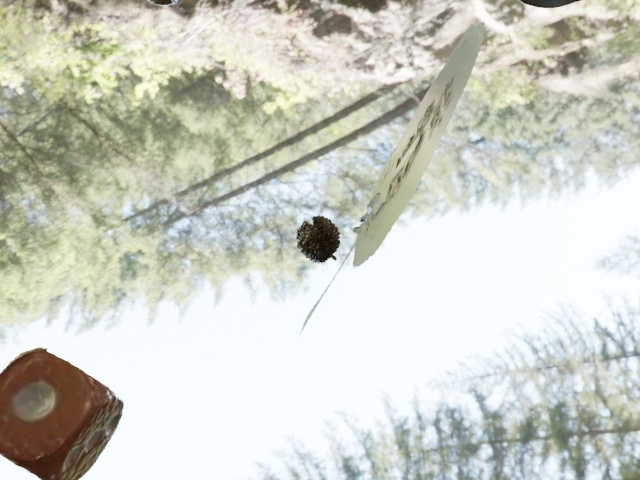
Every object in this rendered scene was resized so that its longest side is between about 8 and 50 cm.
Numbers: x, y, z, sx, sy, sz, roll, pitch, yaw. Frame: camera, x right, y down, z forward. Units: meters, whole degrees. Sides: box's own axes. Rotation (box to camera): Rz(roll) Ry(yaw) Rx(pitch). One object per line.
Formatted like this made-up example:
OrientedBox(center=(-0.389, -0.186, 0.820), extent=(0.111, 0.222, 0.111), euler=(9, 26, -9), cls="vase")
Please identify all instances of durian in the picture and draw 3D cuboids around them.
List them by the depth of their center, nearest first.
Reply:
OrientedBox(center=(0.000, 0.000, 1.157), extent=(0.091, 0.080, 0.080), euler=(45, -138, -14), cls="durian")

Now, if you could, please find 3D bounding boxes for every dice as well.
OrientedBox(center=(-0.452, 0.299, 1.126), extent=(0.173, 0.175, 0.179), euler=(-59, -12, -27), cls="dice")

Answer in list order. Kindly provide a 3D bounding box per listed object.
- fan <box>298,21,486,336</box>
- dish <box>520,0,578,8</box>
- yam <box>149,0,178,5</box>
OrientedBox(center=(0.046, -0.024, 0.643), extent=(0.012, 0.414, 0.233), euler=(27, -139, -3), cls="fan")
OrientedBox(center=(0.346, -0.436, 0.945), extent=(0.229, 0.230, 0.081), euler=(30, -124, -43), cls="dish")
OrientedBox(center=(-0.213, -0.413, 0.855), extent=(0.066, 0.299, 0.066), euler=(2, -110, -7), cls="yam")
